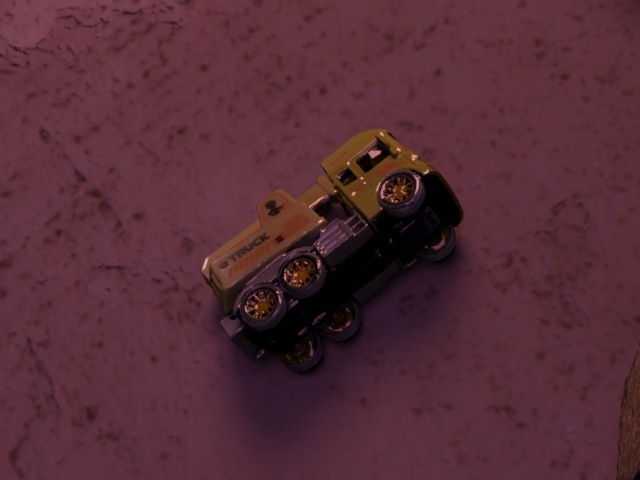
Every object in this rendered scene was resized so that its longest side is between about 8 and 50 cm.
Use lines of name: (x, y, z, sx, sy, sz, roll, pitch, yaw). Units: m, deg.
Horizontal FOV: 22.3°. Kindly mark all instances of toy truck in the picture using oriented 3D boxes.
toy truck: (0.000, 0.000, 1.050, 0.169, 0.077, 0.100, -40, 52, 0)

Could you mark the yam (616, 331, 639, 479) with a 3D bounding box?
yam: (0.277, 0.118, 0.895, 0.254, 0.154, 0.154, 27, 77, 19)
